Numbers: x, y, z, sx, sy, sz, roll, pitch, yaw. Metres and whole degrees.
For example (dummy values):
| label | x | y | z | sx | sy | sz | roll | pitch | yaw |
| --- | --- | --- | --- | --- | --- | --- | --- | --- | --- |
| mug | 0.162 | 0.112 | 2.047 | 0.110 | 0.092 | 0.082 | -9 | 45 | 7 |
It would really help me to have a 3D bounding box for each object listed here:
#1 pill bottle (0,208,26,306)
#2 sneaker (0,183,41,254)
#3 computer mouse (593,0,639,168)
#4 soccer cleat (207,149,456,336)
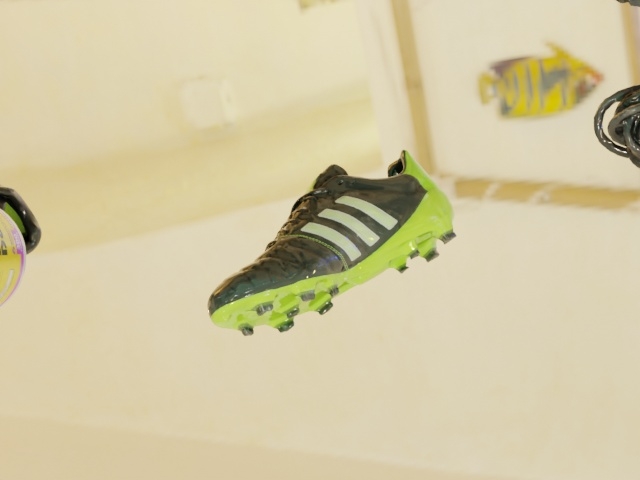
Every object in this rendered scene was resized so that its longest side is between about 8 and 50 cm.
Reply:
| label | x | y | z | sx | sy | sz | roll | pitch | yaw |
| --- | --- | --- | --- | --- | --- | --- | --- | --- | --- |
| pill bottle | -0.130 | 0.007 | 0.508 | 0.043 | 0.043 | 0.083 | -10 | 180 | 5 |
| sneaker | -0.300 | -0.039 | 1.281 | 0.063 | 0.170 | 0.075 | -55 | -144 | -9 |
| computer mouse | 0.202 | -0.172 | 0.696 | 0.184 | 0.262 | 0.060 | -9 | 180 | 8 |
| soccer cleat | 0.000 | 0.000 | 0.876 | 0.179 | 0.072 | 0.060 | -23 | 163 | -35 |
